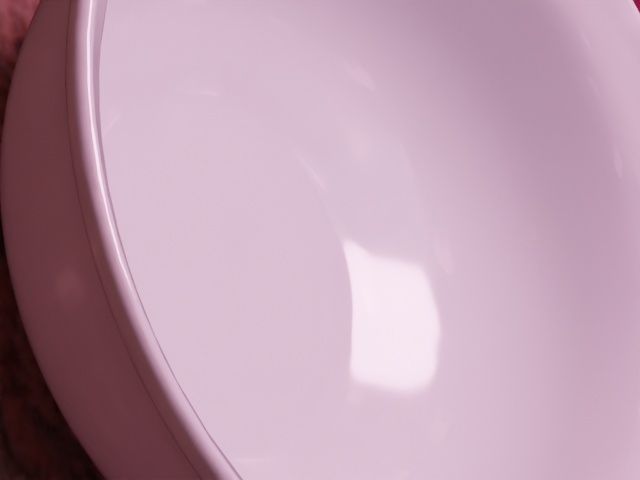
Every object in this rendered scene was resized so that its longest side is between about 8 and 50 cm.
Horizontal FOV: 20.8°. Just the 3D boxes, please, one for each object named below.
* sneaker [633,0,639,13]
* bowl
[{"bbox_3d":[0.189,-0.052,0.828,0.111,0.103,0.252,48,46,-20],"label":"sneaker"},{"bbox_3d":[0.000,0.000,0.583,0.298,0.134,0.297,21,59,-40],"label":"bowl"}]
